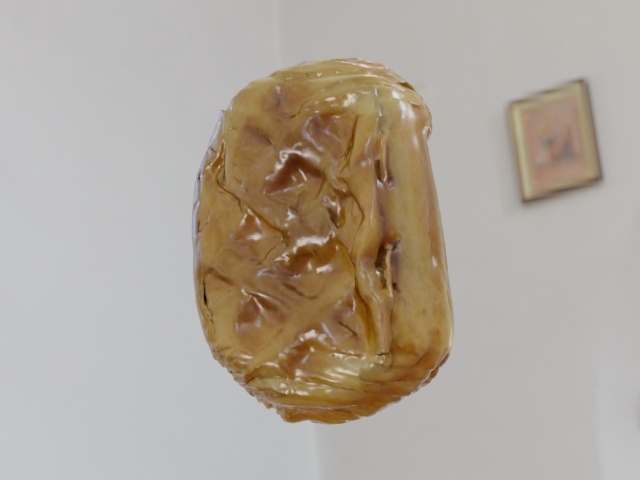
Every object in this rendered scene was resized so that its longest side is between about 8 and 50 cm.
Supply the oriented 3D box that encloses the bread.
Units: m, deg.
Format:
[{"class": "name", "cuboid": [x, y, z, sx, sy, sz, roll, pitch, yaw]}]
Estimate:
[{"class": "bread", "cuboid": [0.000, 0.000, 0.533, 0.083, 0.111, 0.044, -11, -13, 31]}]
